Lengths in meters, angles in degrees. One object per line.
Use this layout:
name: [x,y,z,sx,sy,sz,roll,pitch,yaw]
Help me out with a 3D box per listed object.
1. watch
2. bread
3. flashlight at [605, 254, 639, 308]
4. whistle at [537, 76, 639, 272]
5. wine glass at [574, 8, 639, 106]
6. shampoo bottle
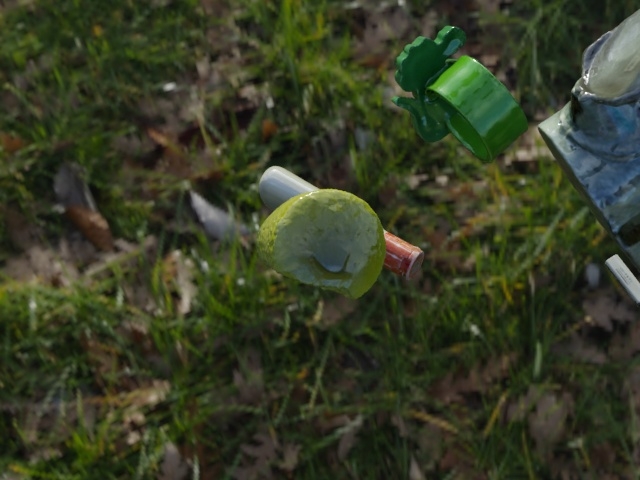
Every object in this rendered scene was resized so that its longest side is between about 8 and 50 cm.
watch: [0.183,-0.180,1.672,0.131,0.165,0.152,-39,37,-4]
bread: [0.000,0.000,1.407,0.129,0.114,0.111,25,83,-20]
flashlight: [0.370,0.054,1.533,0.018,0.018,0.083,-33,57,2]
whistle: [0.450,-0.065,1.728,0.168,0.405,0.188,-35,12,7]
wine glass: [0.280,-0.062,0.873,0.103,0.222,0.103,-40,24,22]
shampoo bottle: [0.027,-0.019,1.605,0.221,0.108,0.051,30,79,20]
